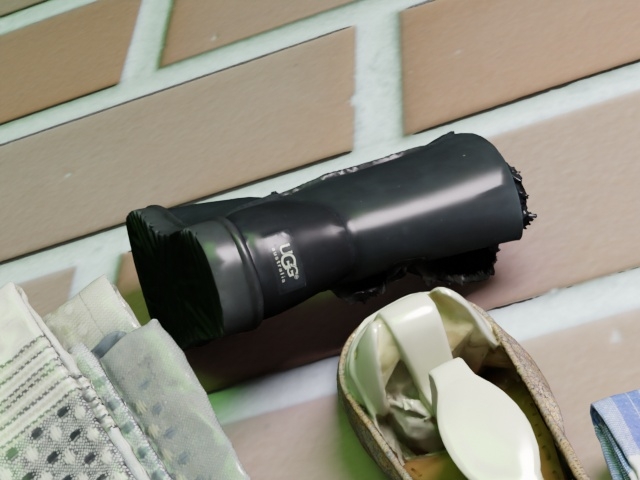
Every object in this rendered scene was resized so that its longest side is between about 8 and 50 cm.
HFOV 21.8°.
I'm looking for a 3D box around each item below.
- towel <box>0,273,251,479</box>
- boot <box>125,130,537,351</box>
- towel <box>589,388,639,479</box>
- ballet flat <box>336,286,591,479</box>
[{"bbox_3d":[-0.175,0.189,0.824,0.324,0.056,0.312,-33,54,-7],"label":"towel"},{"bbox_3d":[0.000,0.000,1.040,0.207,0.094,0.246,-15,4,-19],"label":"boot"},{"bbox_3d":[0.246,0.132,0.712,0.209,0.034,0.285,-16,33,2],"label":"towel"},{"bbox_3d":[0.073,0.087,0.846,0.107,0.106,0.316,-29,32,-5],"label":"ballet flat"}]
